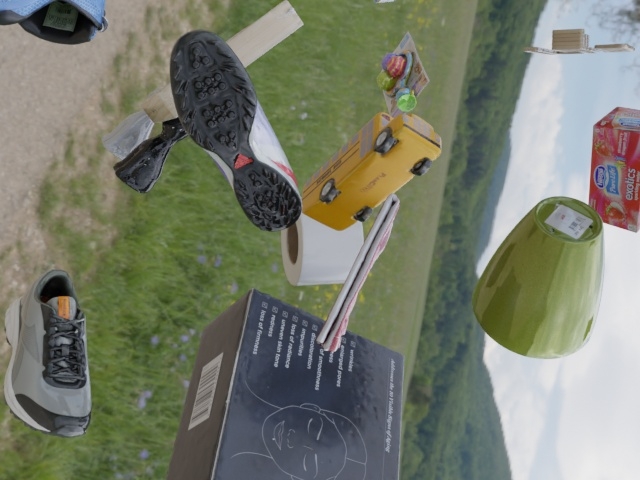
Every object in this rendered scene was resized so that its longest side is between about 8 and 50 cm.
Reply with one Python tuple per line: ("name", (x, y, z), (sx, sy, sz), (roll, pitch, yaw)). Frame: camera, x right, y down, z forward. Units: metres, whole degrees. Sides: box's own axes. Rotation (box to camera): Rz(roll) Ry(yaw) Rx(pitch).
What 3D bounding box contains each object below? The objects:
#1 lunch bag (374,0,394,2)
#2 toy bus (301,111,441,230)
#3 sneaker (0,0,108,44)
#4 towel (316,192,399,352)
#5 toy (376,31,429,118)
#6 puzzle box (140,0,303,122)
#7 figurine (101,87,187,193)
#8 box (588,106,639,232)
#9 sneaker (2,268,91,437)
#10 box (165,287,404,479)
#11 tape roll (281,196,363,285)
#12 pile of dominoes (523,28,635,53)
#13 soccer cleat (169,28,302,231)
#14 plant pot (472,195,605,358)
("lunch bag", (0.147, -0.609, 1.575), (0.071, 0.083, 0.053), (-20, 171, -40))
("toy bus", (0.095, -0.143, 1.350), (0.333, 0.108, 0.130), (-40, -148, 42))
("sneaker", (-0.288, -0.294, 0.728), (0.330, 0.130, 0.147), (-67, 160, -66))
("towel", (0.065, 0.052, 1.045), (0.329, 0.037, 0.236), (45, 71, -85))
("toy", (0.170, -0.380, 1.533), (0.137, 0.056, 0.237), (-53, -149, 34))
("puzzle box", (-0.206, -0.325, 1.265), (0.272, 0.052, 0.409), (-39, -162, -10))
("figurine", (-0.373, -0.241, 1.487), (0.209, 0.215, 0.092), (-45, 135, 8))
("box", (0.712, -0.164, 1.550), (0.123, 0.128, 0.256), (-34, 129, -31))
("sneaker", (-0.360, 0.145, 0.894), (0.108, 0.100, 0.271), (-52, -134, 20))
("box", (-0.071, 0.448, 1.618), (0.297, 0.472, 0.479), (-40, -148, 45))
("tape roll", (0.000, 0.000, 1.836), (0.246, 0.169, 0.245), (177, -90, -73))
("pile of dominoes", (0.548, -0.415, 1.396), (0.251, 0.196, 0.040), (-23, 116, -58))
("soccer cleat", (-0.119, -0.157, 0.947), (0.116, 0.109, 0.318), (-107, 171, -53))
("plant pot", (0.489, 0.057, 1.424), (0.293, 0.275, 0.274), (92, 12, -46))
